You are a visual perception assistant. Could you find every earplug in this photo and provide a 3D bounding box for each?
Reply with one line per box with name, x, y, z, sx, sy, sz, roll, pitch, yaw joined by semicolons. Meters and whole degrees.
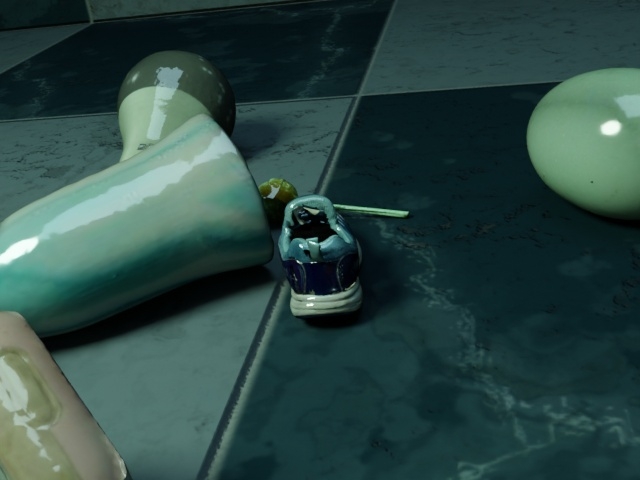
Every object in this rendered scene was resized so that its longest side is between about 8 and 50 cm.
earplug;-0.231;0.011;0.819;0.323;0.185;0.185;-27;32;-19

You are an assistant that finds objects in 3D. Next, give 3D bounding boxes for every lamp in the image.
lamp;-0.212;-0.154;1.147;0.181;0.182;0.314;-9;47;-3

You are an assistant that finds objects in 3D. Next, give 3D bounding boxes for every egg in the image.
egg;0.337;-0.111;0.876;0.168;0.168;0.231;-22;28;-25

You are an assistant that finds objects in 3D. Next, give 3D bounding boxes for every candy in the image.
candy;0.011;-0.042;0.975;0.202;0.061;0.061;7;30;10

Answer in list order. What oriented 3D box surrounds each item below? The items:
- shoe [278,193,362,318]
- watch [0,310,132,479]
shoe;0.000;0.000;0.824;0.091;0.106;0.207;-7;21;-1
watch;-0.242;0.188;0.432;0.241;0.162;0.253;-26;65;-38
